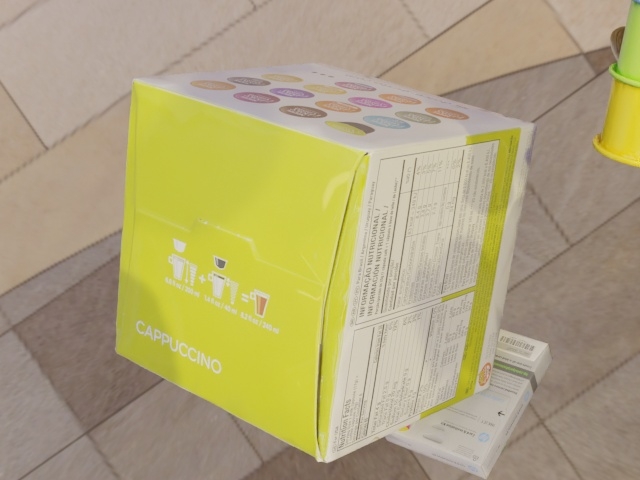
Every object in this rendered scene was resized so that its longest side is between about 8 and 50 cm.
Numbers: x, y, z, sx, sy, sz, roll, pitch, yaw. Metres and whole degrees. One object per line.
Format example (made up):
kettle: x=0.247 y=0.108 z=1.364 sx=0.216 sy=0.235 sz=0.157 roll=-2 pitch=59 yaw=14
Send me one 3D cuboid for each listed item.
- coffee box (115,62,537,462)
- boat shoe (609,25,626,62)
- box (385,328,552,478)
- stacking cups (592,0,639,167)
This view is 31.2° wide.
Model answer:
coffee box: x=0.000 y=0.000 z=1.322 sx=0.338 sy=0.334 sz=0.338 roll=21 pitch=112 yaw=35
boat shoe: x=0.385 y=-0.192 z=1.370 sx=0.050 sy=0.045 sz=0.135 roll=-26 pitch=78 yaw=-11
box: x=0.183 y=0.189 z=1.427 sx=0.145 sy=0.038 sz=0.186 roll=16 pitch=57 yaw=33
stacking cups: x=0.279 y=-0.217 z=0.890 sx=0.096 sy=0.096 sz=0.316 roll=2 pitch=112 yaw=-3
